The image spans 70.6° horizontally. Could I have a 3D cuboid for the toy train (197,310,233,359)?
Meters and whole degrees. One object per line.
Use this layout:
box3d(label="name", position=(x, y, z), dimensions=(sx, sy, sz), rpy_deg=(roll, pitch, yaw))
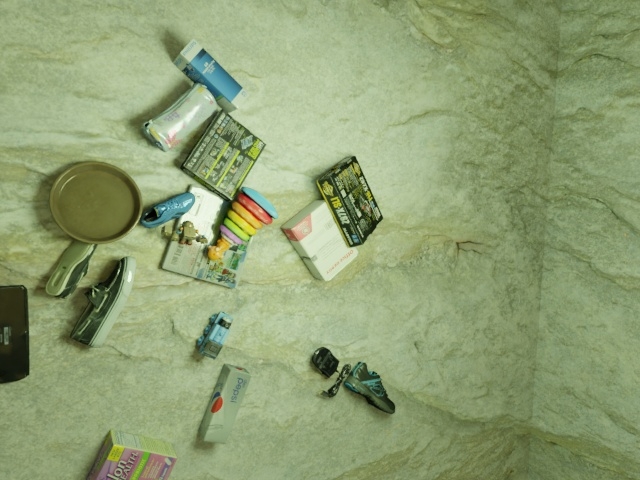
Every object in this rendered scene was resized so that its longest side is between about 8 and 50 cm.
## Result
box3d(label="toy train", position=(-0.400, 0.361, 1.735), dimensions=(0.080, 0.105, 0.184), rpy_deg=(34, 79, -28))

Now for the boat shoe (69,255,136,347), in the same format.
box3d(label="boat shoe", position=(-0.732, 0.200, 1.522), dimensions=(0.119, 0.121, 0.334), rpy_deg=(26, 85, -33))

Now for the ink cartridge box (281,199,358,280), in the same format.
box3d(label="ink cartridge box", position=(0.000, 0.000, 1.912), dimensions=(0.207, 0.117, 0.283), rpy_deg=(-40, 113, -20))

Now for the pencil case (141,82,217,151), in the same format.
box3d(label="pencil case", position=(-0.494, -0.433, 1.588), dimensions=(0.273, 0.114, 0.124), rpy_deg=(-46, 137, -18))

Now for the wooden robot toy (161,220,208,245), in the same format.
box3d(label="wooden robot toy", position=(-0.488, -0.035, 1.638), dimensions=(0.174, 0.076, 0.078), rpy_deg=(10, 55, -30))

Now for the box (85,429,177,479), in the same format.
box3d(label="box", position=(-0.681, 0.830, 1.624), dimensions=(0.243, 0.117, 0.213), rpy_deg=(30, 81, -28))

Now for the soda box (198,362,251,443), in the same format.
box3d(label="soda box", position=(-0.378, 0.643, 1.787), dimensions=(0.098, 0.091, 0.286), rpy_deg=(24, 83, -29))

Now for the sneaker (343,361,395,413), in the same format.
box3d(label="sneaker", position=(0.261, 0.702, 2.136), dimensions=(0.341, 0.125, 0.139), rpy_deg=(45, 65, -29))

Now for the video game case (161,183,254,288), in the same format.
box3d(label="video game case", position=(-0.408, -0.008, 1.731), dimensions=(0.300, 0.036, 0.328), rpy_deg=(21, 85, -29))

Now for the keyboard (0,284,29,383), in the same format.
box3d(label="keyboard", position=(-1.033, 0.301, 1.418), dimensions=(0.202, 0.033, 0.316), rpy_deg=(-1, 95, -36))

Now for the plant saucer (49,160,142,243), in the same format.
box3d(label="plant saucer", position=(-0.740, -0.124, 1.501), dimensions=(0.278, 0.041, 0.277), rpy_deg=(4, 81, -30))

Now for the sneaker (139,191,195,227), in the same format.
box3d(label="sneaker", position=(-0.537, -0.110, 1.600), dimensions=(0.209, 0.082, 0.069), rpy_deg=(-31, 88, -15))

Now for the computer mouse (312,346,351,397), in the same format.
box3d(label="computer mouse", position=(0.016, 0.588, 2.024), dimensions=(0.262, 0.060, 0.184), rpy_deg=(44, 70, -38))

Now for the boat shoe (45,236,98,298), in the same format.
box3d(label="boat shoe", position=(-0.812, 0.084, 1.504), dimensions=(0.233, 0.084, 0.079), rpy_deg=(-64, 157, -16))

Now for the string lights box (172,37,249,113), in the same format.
box3d(label="string lights box", position=(-0.391, -0.579, 1.619), dimensions=(0.260, 0.133, 0.076), rpy_deg=(42, 76, -27))

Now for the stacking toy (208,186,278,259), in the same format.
box3d(label="stacking toy", position=(-0.310, -0.044, 1.689), dimensions=(0.175, 0.166, 0.301), rpy_deg=(41, 86, -11))

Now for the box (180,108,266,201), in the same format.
box3d(label="box", position=(-0.359, -0.316, 1.691), dimensions=(0.216, 0.060, 0.270), rpy_deg=(36, 72, -27))

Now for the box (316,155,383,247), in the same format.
box3d(label="box", position=(0.135, -0.167, 1.922), dimensions=(0.321, 0.079, 0.257), rpy_deg=(63, 36, -17))
